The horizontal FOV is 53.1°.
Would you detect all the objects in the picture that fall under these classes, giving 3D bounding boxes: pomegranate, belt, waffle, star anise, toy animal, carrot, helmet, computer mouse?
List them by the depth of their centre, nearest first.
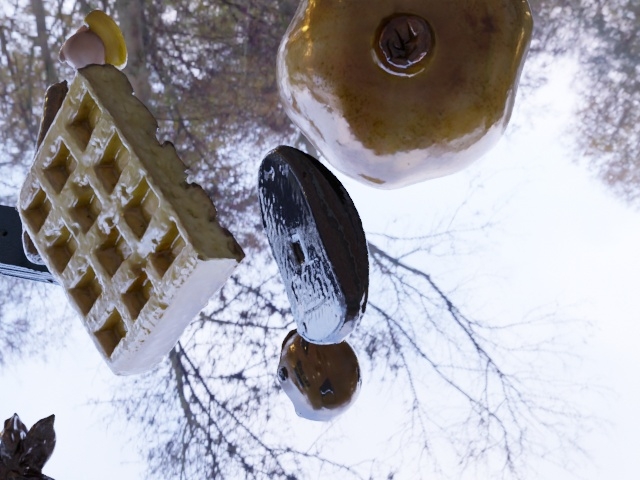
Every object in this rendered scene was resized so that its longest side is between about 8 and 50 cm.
[{"bbox_3d":[-0.204,-0.012,0.638,0.055,0.221,0.248,-18,-114,-51],"label":"waffle"},{"bbox_3d":[0.000,0.000,0.824,0.086,0.137,0.270,-7,-112,-33],"label":"computer mouse"},{"bbox_3d":[0.131,-0.288,1.027,0.416,0.417,0.417,9,-134,-9],"label":"pomegranate"},{"bbox_3d":[-0.366,-0.303,1.032,0.091,0.082,0.114,43,-120,-36],"label":"toy animal"},{"bbox_3d":[-0.436,-0.121,1.032,0.070,0.070,0.342,2,-117,-16],"label":"carrot"},{"bbox_3d":[-0.546,0.412,1.118,0.196,0.073,0.212,-18,-108,0],"label":"star anise"},{"bbox_3d":[0.014,0.290,1.444,0.198,0.130,0.224,-7,-105,-38],"label":"helmet"},{"bbox_3d":[-0.713,0.019,1.609,0.436,0.300,0.173,12,-103,-33],"label":"belt"}]
